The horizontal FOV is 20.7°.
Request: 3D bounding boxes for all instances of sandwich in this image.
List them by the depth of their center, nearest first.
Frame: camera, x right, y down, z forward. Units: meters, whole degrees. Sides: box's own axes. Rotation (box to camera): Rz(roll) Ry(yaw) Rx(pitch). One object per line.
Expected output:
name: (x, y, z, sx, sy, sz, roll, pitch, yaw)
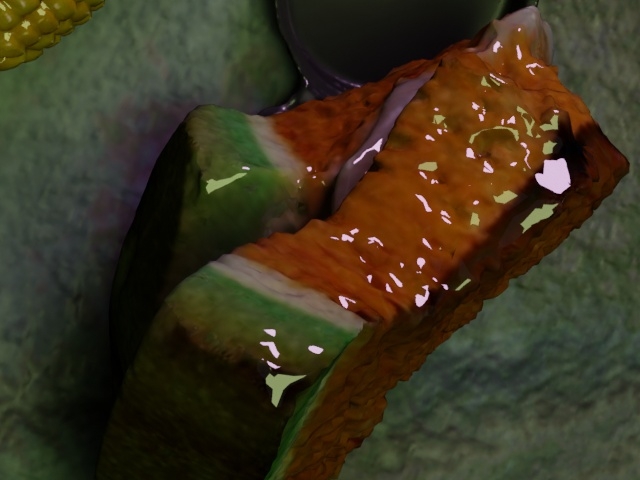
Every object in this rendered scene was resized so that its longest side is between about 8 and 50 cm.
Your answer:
sandwich: (0.000, 0.000, 0.776, 0.162, 0.250, 0.301, 42, 70, 11)

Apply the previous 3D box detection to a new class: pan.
pan: (0.007, -0.088, 0.843, 0.235, 0.028, 0.136, -48, 118, 2)

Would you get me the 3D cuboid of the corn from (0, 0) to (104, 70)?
corn: (-0.067, -0.194, 0.747, 0.102, 0.102, 0.313, 37, 85, -27)
